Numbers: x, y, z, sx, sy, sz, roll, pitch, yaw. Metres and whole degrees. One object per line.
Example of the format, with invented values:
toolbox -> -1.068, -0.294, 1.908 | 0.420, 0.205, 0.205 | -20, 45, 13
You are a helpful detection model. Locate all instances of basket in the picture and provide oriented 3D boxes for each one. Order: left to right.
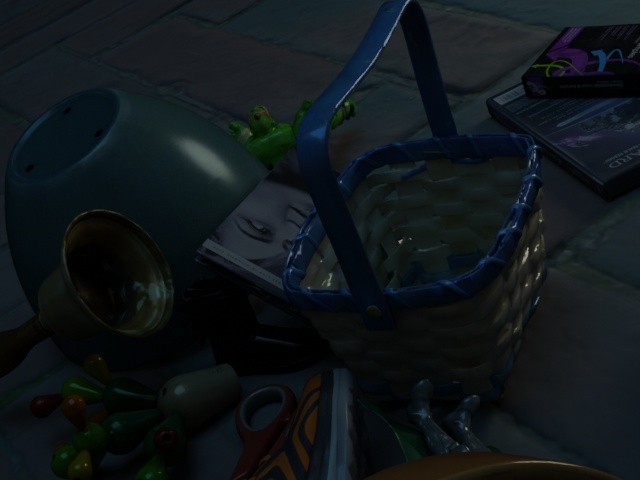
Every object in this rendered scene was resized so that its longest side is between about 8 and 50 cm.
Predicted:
basket -> 0.072, -0.023, 1.060 | 0.201, 0.289, 0.254 | -1, 32, 26

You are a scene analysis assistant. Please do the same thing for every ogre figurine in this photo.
ogre figurine -> -0.051, -0.113, 1.518 | 0.197, 0.096, 0.118 | -5, 12, 1

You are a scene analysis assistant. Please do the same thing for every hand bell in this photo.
hand bell -> -0.262, 0.079, 1.219 | 0.242, 0.126, 0.126 | -31, 21, 34

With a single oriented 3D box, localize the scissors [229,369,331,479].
scissors -> -0.056, 0.204, 1.047 | 0.109, 0.021, 0.297 | -6, 31, 24

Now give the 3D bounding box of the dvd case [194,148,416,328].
dvd case -> 0.000, 0.000, 1.230 | 0.165, 0.018, 0.221 | 29, 37, 7

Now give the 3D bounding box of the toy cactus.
toy cactus -> -0.160, 0.150, 1.150 | 0.181, 0.112, 0.219 | -23, 17, -23

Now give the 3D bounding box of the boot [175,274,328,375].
boot -> -0.064, 0.074, 1.193 | 0.121, 0.099, 0.045 | -11, 32, 21

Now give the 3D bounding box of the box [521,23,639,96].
box -> 0.314, -0.197, 1.407 | 0.162, 0.029, 0.116 | 5, 39, 39

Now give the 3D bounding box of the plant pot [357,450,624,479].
plant pot -> 0.045, 0.244, 0.673 | 0.291, 0.291, 0.203 | -35, 15, -21

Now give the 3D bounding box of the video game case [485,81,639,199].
video game case -> 0.316, -0.141, 1.366 | 0.196, 0.026, 0.274 | -26, 29, -6

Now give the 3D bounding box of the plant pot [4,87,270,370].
plant pot -> -0.208, -0.041, 1.329 | 0.290, 0.195, 0.290 | -21, 39, 18

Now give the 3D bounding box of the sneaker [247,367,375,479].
sneaker -> -0.057, 0.205, 0.915 | 0.180, 0.124, 0.321 | -7, 28, 11

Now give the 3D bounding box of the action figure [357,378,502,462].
action figure -> 0.127, 0.183, 0.878 | 0.063, 0.137, 0.232 | -60, 34, 18
